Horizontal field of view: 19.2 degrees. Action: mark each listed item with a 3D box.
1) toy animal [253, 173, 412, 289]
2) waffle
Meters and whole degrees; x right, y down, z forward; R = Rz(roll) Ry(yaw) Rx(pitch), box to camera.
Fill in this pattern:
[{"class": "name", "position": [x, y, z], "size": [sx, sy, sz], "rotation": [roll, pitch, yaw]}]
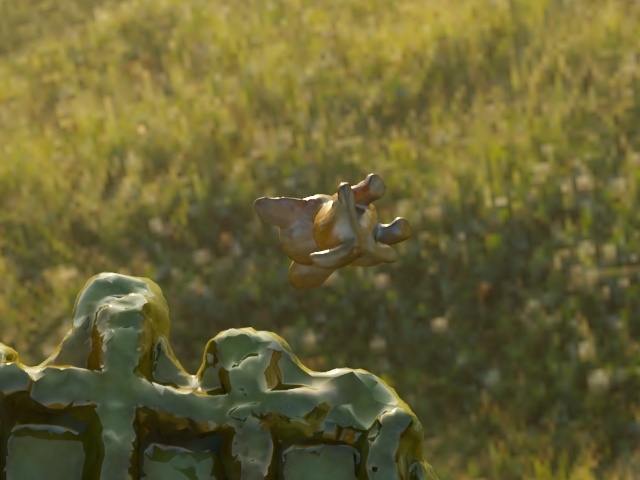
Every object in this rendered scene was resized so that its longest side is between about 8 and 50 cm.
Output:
[{"class": "toy animal", "position": [0.000, 0.000, 0.956], "size": [0.083, 0.060, 0.081], "rotation": [-16, 28, 42]}, {"class": "waffle", "position": [-0.050, 0.121, 0.462], "size": [0.243, 0.059, 0.238], "rotation": [-36, 74, -28]}]
